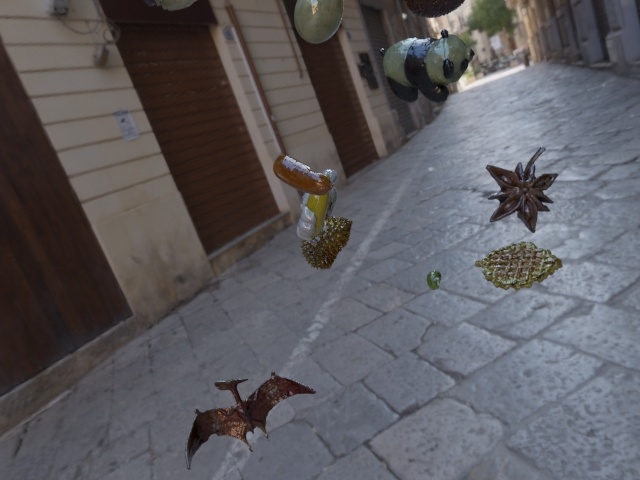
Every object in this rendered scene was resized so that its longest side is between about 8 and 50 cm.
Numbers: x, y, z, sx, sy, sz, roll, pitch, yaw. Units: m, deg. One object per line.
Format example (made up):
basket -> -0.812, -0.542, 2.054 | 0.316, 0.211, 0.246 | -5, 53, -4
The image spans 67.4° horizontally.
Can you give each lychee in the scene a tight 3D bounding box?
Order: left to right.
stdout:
lychee -> 0.350, -0.775, 1.466 | 0.194, 0.194, 0.194 | -20, 12, 4

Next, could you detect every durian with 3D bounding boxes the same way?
durian -> -0.001, 0.006, 1.833 | 0.138, 0.183, 0.249 | -33, -22, -57

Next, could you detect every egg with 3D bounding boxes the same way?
egg -> -0.003, -0.911, 1.893 | 0.189, 0.253, 0.188 | 17, 23, -7

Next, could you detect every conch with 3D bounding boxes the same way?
conch -> 0.523, 0.186, 2.191 | 0.074, 0.089, 0.121 | -5, 18, -1

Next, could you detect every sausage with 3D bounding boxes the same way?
sausage -> -0.044, -0.137, 1.034 | 0.183, 0.062, 0.054 | 33, 69, 35

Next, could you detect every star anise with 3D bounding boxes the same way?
star anise -> 0.800, -0.198, 1.903 | 0.293, 0.349, 0.109 | -2, -8, -9

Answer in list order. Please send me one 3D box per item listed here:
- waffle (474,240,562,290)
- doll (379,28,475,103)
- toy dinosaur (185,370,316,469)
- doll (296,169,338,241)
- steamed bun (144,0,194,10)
waffle -> 0.680, 0.084, 1.652 | 0.254, 0.052, 0.245 | -26, 27, -12
doll -> 0.252, -0.415, 1.143 | 0.135, 0.143, 0.234 | 23, -1, -44
toy dinosaur -> -0.181, 0.455, 1.248 | 0.327, 0.206, 0.113 | 3, -3, -19
doll -> -0.009, -0.117, 1.535 | 0.111, 0.252, 0.237 | 18, 4, 5
steamed bun -> -0.469, -0.812, 1.392 | 0.206, 0.320, 0.275 | -36, -15, -5
